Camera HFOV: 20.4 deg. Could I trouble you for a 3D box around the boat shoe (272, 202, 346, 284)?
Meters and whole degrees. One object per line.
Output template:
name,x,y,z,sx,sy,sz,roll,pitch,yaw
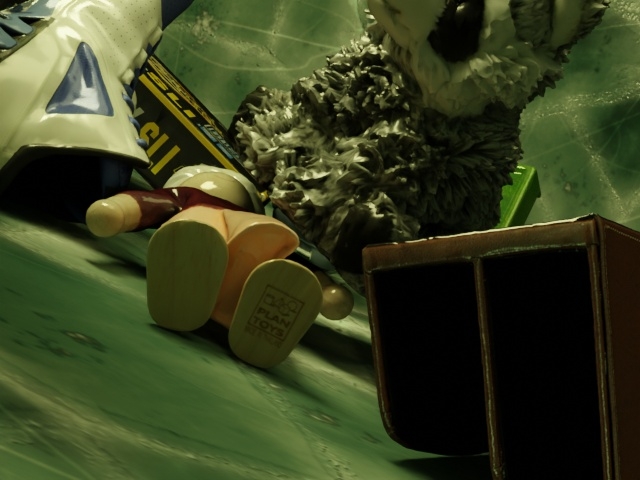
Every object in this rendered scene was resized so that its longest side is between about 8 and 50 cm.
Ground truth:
boat shoe,0.000,0.000,1.766,0.095,0.079,0.254,9,-4,-12

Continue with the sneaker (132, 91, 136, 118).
sneaker,-0.301,-0.118,1.543,0.121,0.108,0.302,-7,-5,36

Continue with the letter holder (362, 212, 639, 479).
letter holder,0.159,0.110,1.179,0.152,0.214,0.302,-8,-7,22

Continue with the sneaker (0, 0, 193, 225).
sneaker,-0.193,-0.111,1.430,0.182,0.127,0.315,50,45,2

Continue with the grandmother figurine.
grandmother figurine,-0.070,0.004,1.324,0.208,0.104,0.342,33,6,-14

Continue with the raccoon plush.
raccoon plush,0.118,-0.093,1.463,0.216,0.299,0.446,49,3,23

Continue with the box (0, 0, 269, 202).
box,-0.181,-0.138,1.800,0.322,0.079,0.257,46,7,-1

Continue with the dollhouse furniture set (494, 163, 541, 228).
dollhouse furniture set,0.082,0.015,1.905,0.301,0.151,0.197,12,-39,26
